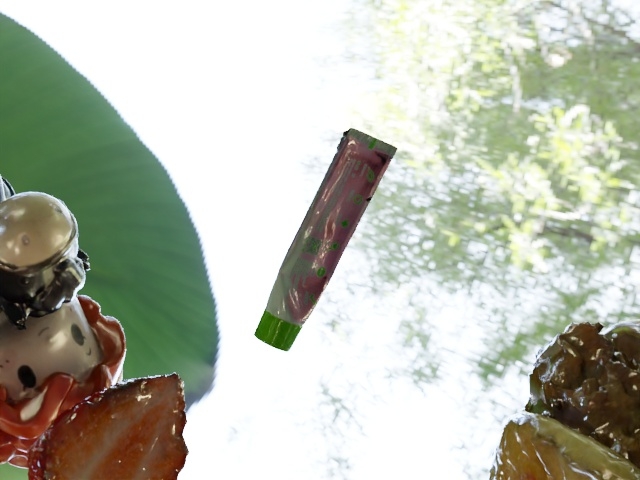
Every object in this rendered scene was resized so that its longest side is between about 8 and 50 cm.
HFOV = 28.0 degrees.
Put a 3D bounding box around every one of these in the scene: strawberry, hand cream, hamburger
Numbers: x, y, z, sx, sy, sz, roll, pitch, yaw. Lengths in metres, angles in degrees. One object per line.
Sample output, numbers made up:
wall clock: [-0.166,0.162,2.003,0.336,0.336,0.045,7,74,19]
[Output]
strawberry: [-0.191,0.190,1.143,0.187,0.082,0.146,-54,-50,-20]
hand cream: [0.001,0.000,1.513,0.275,0.050,0.079,-64,-20,7]
hamburger: [0.167,0.160,0.718,0.155,0.282,0.245,-20,-90,-22]

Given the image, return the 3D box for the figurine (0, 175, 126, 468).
figurine: [-0.345,0.047,1.328,0.241,0.306,0.411,-59,-16,-44]
